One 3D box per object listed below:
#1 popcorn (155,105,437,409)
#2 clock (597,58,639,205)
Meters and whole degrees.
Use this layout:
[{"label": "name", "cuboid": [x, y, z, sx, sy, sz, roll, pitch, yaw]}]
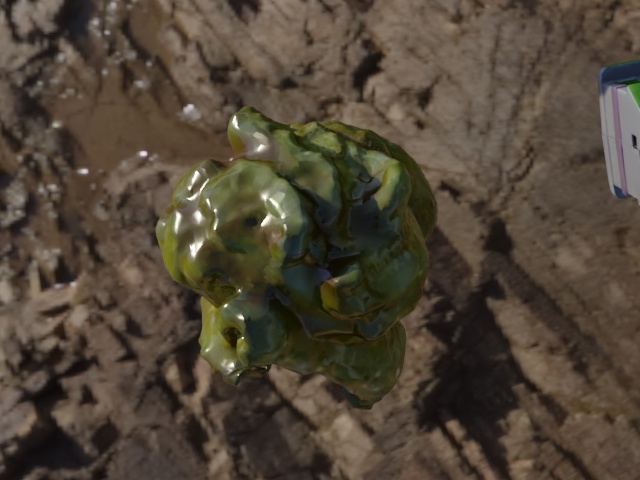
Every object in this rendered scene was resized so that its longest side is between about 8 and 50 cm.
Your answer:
[{"label": "popcorn", "cuboid": [-0.004, -0.011, 1.290, 0.321, 0.325, 0.290, 58, 155, 26]}, {"label": "clock", "cuboid": [0.414, -0.098, 1.115, 0.235, 0.309, 0.166, -12, 107, -5]}]
